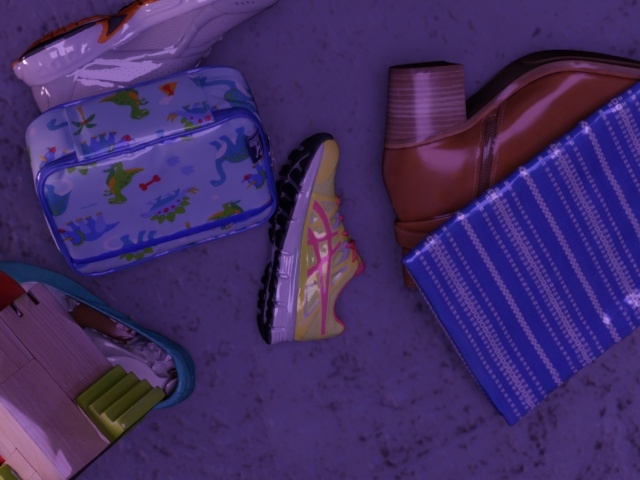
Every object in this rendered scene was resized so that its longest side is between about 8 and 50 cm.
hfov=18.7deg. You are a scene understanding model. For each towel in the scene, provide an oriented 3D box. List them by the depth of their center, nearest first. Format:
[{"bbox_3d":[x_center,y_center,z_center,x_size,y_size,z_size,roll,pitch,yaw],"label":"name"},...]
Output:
[{"bbox_3d":[0.263,0.004,1.861,0.336,0.040,0.243,-36,124,-5],"label":"towel"}]

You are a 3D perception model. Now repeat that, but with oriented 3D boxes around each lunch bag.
[{"bbox_3d":[-0.152,-0.061,1.795,0.219,0.090,0.176,-16,142,-6],"label":"lunch bag"}]

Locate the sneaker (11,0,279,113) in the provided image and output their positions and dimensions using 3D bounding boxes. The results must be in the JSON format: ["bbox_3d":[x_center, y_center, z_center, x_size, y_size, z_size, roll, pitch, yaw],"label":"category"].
[{"bbox_3d":[-0.149,-0.172,1.825,0.262,0.099,0.121,-22,106,3],"label":"sneaker"}]

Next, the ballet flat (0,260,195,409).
[{"bbox_3d":[-0.228,0.088,1.835,0.247,0.087,0.083,26,92,-8],"label":"ballet flat"}]

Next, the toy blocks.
[{"bbox_3d":[-0.305,0.114,1.721,0.191,0.381,0.261,-40,89,-27],"label":"toy blocks"}]

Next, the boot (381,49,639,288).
[{"bbox_3d":[0.200,-0.067,1.865,0.283,0.109,0.220,-7,101,-13],"label":"boot"}]

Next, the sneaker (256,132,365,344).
[{"bbox_3d":[0.000,0.000,1.866,0.094,0.081,0.209,7,101,-15],"label":"sneaker"}]
